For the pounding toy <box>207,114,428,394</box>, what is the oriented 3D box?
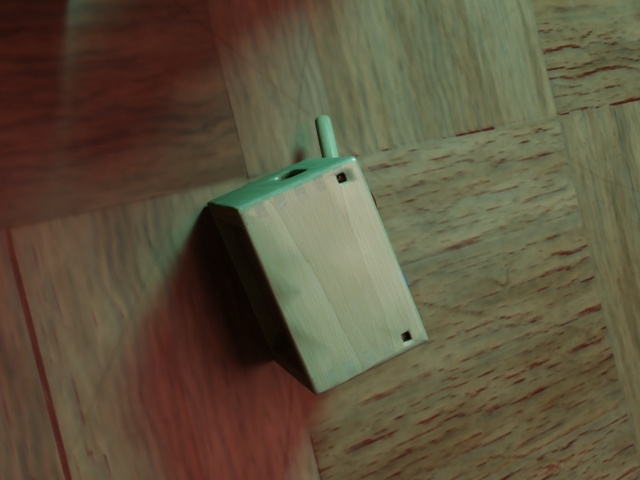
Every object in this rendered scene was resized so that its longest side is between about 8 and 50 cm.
[{"bbox_3d":[0.000,0.000,0.642,0.100,0.141,0.130,-24,99,-11],"label":"pounding toy"}]
